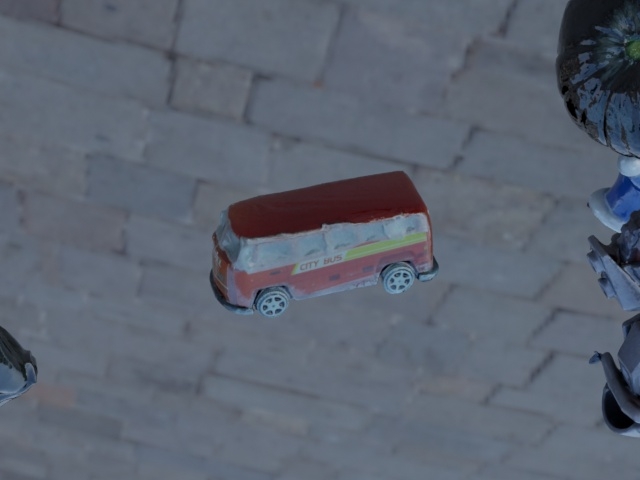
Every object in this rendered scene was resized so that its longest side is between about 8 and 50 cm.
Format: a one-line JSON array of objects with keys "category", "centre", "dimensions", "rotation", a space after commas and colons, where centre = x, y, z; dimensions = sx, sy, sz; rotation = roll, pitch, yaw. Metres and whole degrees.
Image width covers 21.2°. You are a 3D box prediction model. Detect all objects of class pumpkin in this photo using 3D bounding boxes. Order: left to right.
[{"category": "pumpkin", "centre": [0.327, -0.178, 1.678], "dimensions": [0.202, 0.202, 0.140], "rotation": [1, 176, 27]}]

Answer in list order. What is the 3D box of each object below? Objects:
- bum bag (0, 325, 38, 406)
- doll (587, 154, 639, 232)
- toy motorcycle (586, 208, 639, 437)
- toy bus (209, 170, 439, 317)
[{"category": "bum bag", "centre": [-0.323, 0.060, 1.390], "dimensions": [0.142, 0.080, 0.326], "rotation": [-12, 143, -2]}, {"category": "doll", "centre": [0.396, -0.114, 1.855], "dimensions": [0.161, 0.215, 0.257], "rotation": [47, 135, 12]}, {"category": "toy motorcycle", "centre": [0.235, 0.061, 1.191], "dimensions": [0.122, 0.080, 0.215], "rotation": [-29, 128, 1]}, {"category": "toy bus", "centre": [0.000, 0.000, 1.996], "dimensions": [0.265, 0.121, 0.120], "rotation": [-11, 128, -12]}]
